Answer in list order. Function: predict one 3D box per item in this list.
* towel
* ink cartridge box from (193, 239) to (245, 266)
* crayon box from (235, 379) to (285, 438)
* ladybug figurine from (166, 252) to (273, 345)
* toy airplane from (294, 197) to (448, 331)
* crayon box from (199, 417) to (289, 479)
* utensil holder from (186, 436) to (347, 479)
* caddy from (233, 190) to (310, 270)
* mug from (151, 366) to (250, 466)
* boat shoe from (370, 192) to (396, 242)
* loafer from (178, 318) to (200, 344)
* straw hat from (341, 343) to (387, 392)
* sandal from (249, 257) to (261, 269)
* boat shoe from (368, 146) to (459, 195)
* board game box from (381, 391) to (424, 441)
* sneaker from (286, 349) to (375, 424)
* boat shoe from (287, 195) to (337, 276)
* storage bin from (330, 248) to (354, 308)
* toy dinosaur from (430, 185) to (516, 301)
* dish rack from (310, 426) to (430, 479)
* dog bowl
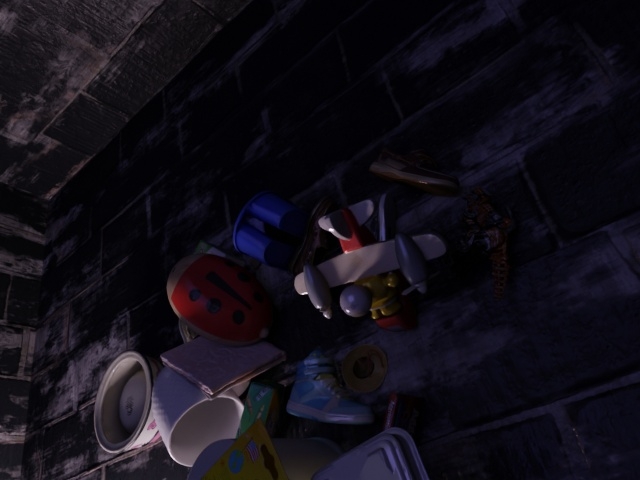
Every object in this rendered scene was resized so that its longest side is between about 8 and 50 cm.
[{"bbox_3d":[-0.338,0.408,1.799,0.332,0.317,0.053,16,118,44],"label":"towel"},{"bbox_3d":[-0.459,0.164,2.115,0.201,0.117,0.278,24,88,44],"label":"ink cartridge box"},{"bbox_3d":[-0.204,0.597,1.662,0.081,0.165,0.278,14,80,11],"label":"crayon box"},{"bbox_3d":[-0.358,0.195,1.862,0.450,0.161,0.305,32,55,14],"label":"ladybug figurine"},{"bbox_3d":[0.119,0.083,1.417,0.385,0.386,0.272,22,43,10],"label":"toy airplane"},{"bbox_3d":[-0.172,0.585,1.172,0.318,0.081,0.202,-49,48,15],"label":"crayon box"},{"bbox_3d":[-0.128,0.703,1.409,0.328,0.386,0.327,-18,60,36],"label":"utensil holder"},{"bbox_3d":[-0.163,-0.035,1.805,0.179,0.341,0.241,28,91,27],"label":"caddy"},{"bbox_3d":[-0.415,0.547,1.841,0.374,0.276,0.328,-37,36,-15],"label":"mug"},{"bbox_3d":[0.194,-0.040,1.662,0.076,0.080,0.228,-9,74,37],"label":"boat shoe"},{"bbox_3d":[-0.504,0.386,2.090,0.088,0.094,0.251,-28,64,23],"label":"loafer"},{"bbox_3d":[0.126,0.379,1.542,0.061,0.145,0.144,141,143,-76],"label":"straw hat"},{"bbox_3d":[-0.253,0.025,2.040,0.072,0.049,0.180,-1,72,41],"label":"sandal"},{"bbox_3d":[0.299,-0.231,1.618,0.342,0.123,0.123,25,91,51],"label":"boat shoe"},{"bbox_3d":[0.199,0.546,1.354,0.027,0.145,0.281,6,77,40],"label":"board game box"},{"bbox_3d":[0.031,0.439,1.562,0.319,0.127,0.208,-4,71,39],"label":"sneaker"},{"bbox_3d":[0.000,0.000,1.800,0.105,0.111,0.307,28,100,35],"label":"boat shoe"},{"bbox_3d":[0.093,0.125,1.669,0.122,0.084,0.180,38,97,44],"label":"storage bin"},{"bbox_3d":[0.426,0.000,1.395,0.219,0.164,0.321,-19,38,17],"label":"toy dinosaur"},{"bbox_3d":[0.104,0.568,1.014,0.286,0.072,0.332,-40,47,23],"label":"dish rack"},{"bbox_3d":[-0.765,0.669,2.149,0.408,0.150,0.407,-17,62,35],"label":"dog bowl"}]
